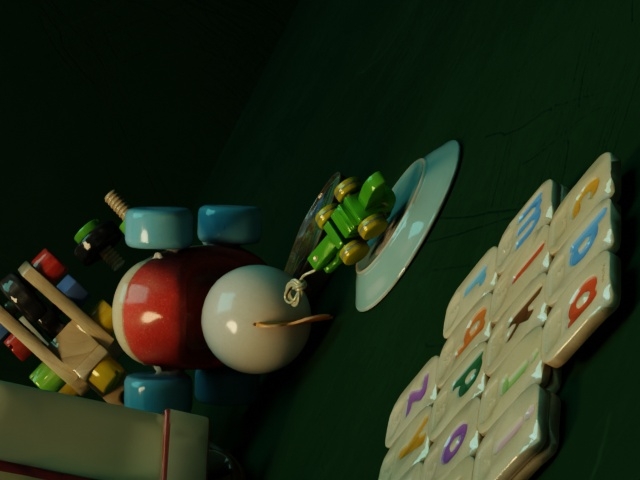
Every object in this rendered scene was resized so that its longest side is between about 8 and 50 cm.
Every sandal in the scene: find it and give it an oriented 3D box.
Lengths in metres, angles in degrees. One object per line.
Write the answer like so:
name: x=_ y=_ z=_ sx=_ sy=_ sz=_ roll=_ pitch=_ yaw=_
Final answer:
sandal: x=-0.114 y=0.241 z=1.671 sx=0.219 sy=0.060 sz=0.090 roll=14 pitch=81 yaw=65

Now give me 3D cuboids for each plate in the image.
plate: x=0.075 y=-0.019 z=1.532 sx=0.188 sy=0.024 sz=0.188 roll=-57 pitch=10 yaw=16

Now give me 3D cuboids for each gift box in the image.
gift box: x=-0.241 y=0.315 z=1.533 sx=0.255 sy=0.258 sz=0.276 roll=136 pitch=142 yaw=-54

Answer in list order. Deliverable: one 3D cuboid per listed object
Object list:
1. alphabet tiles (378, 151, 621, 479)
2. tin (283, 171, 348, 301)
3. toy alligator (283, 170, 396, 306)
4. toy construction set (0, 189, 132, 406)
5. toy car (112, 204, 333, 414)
alphabet tiles: x=0.114 y=0.081 z=1.039 sx=0.278 sy=0.021 sz=0.284 roll=-55 pitch=11 yaw=33
tin: x=0.000 y=0.000 z=1.836 sx=0.106 sy=0.040 sz=0.190 roll=-57 pitch=9 yaw=43
toy alligator: x=0.026 y=-0.003 z=1.533 sx=0.051 sy=0.056 sz=0.190 roll=-11 pitch=-32 yaw=-41
toy construction set: x=-0.278 y=0.157 z=1.754 sx=0.309 sy=0.237 sz=0.257 roll=-39 pitch=-7 yaw=-33
toy car: x=-0.073 y=0.078 z=1.674 sx=0.238 sy=0.210 sz=0.219 roll=5 pitch=95 yaw=40
